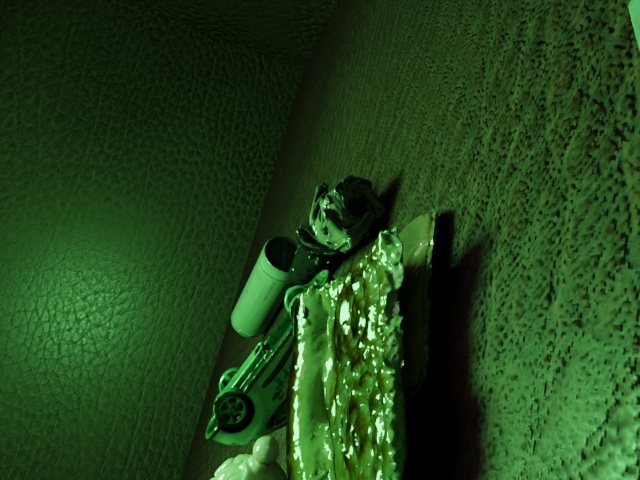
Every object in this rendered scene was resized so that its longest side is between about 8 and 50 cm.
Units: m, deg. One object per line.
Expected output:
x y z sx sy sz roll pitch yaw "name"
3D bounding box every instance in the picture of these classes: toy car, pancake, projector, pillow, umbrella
-0.054 0.190 0.781 0.306 0.125 0.136 -51 6 -5 "toy car"
0.021 0.192 0.484 0.305 0.066 0.427 114 160 -51 "pancake"
-0.140 0.129 1.281 0.338 0.108 0.108 122 162 -47 "projector"
0.087 0.073 0.537 0.135 0.034 0.211 120 165 -62 "pillow"
-0.005 0.003 0.860 0.113 0.106 0.358 -56 2 -25 "umbrella"

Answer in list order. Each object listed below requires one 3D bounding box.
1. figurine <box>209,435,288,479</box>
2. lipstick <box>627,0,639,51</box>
-0.089 0.367 0.687 0.256 0.144 0.182 -178 85 -75 "figurine"
0.172 0.001 0.156 0.076 0.077 0.290 129 154 -57 "lipstick"
